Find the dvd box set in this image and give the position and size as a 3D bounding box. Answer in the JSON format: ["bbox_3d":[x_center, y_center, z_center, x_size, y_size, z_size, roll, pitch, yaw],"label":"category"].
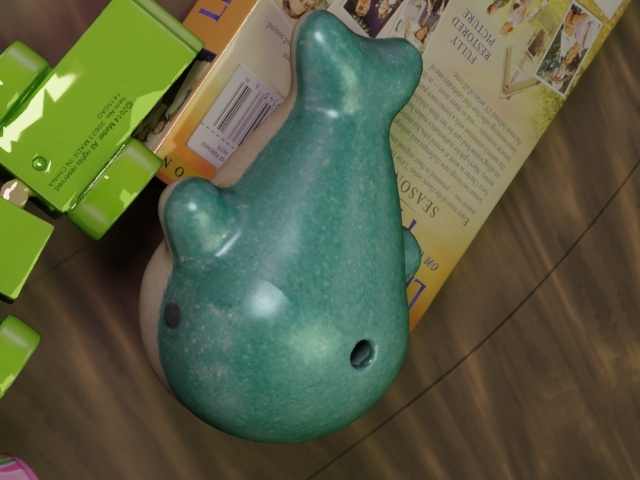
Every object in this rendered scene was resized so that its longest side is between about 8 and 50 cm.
[{"bbox_3d":[0.073,-0.159,1.103,0.307,0.062,0.420,37,85,-44],"label":"dvd box set"}]

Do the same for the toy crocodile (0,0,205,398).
[{"bbox_3d":[-0.192,-0.006,0.929,0.115,0.105,0.341,35,80,-9],"label":"toy crocodile"}]

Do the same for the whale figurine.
[{"bbox_3d":[0.000,0.000,0.974,0.216,0.141,0.272,15,100,-43],"label":"whale figurine"}]

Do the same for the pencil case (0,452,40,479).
[{"bbox_3d":[-0.293,0.232,0.950,0.284,0.124,0.124,-23,124,-29],"label":"pencil case"}]
